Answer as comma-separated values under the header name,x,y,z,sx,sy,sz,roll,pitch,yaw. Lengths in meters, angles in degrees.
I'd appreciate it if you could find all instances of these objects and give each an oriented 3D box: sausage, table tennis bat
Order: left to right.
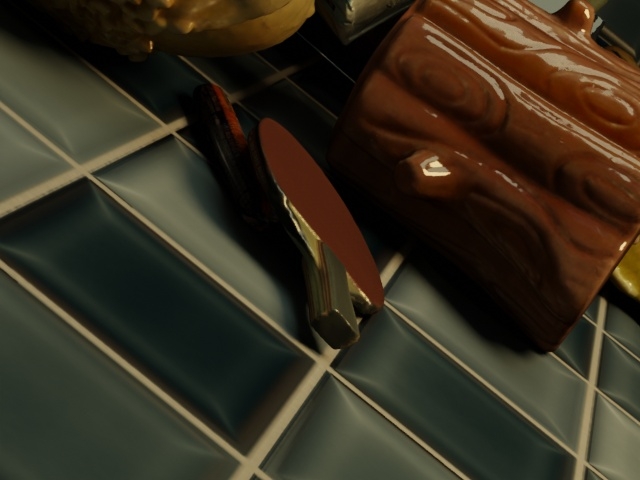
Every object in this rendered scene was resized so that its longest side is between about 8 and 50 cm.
name,x,y,z,sx,sy,sz,roll,pitch,yaw
sausage,-0.056,-0.056,1.075,0.198,0.025,0.028,-115,-179,-56
table tennis bat,0.000,0.000,1.003,0.130,0.019,0.220,50,13,-24

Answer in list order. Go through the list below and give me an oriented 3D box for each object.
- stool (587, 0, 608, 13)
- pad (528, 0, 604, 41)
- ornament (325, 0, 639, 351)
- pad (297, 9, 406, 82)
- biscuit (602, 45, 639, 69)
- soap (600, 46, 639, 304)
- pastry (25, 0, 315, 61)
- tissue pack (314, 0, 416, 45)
name,x,y,z,sx,sy,sz,roll,pitch,yaw
stool,0.242,-0.314,2.082,0.195,0.198,0.195,33,8,-10
pad,0.174,-0.266,1.929,0.300,0.202,0.005,35,-27,-11
ornament,0.133,-0.059,1.200,0.218,0.235,0.221,36,44,9
pad,0.067,-0.183,1.412,0.284,0.018,0.286,42,-20,14
biscuit,0.421,-0.082,1.975,0.359,0.046,0.359,48,21,-25
soap,0.284,-0.085,1.589,0.304,0.169,0.338,52,13,-15
pastry,-0.134,-0.227,1.076,0.284,0.184,0.315,50,2,-40
tissue pack,0.020,-0.289,1.216,0.229,0.159,0.145,55,-18,17
